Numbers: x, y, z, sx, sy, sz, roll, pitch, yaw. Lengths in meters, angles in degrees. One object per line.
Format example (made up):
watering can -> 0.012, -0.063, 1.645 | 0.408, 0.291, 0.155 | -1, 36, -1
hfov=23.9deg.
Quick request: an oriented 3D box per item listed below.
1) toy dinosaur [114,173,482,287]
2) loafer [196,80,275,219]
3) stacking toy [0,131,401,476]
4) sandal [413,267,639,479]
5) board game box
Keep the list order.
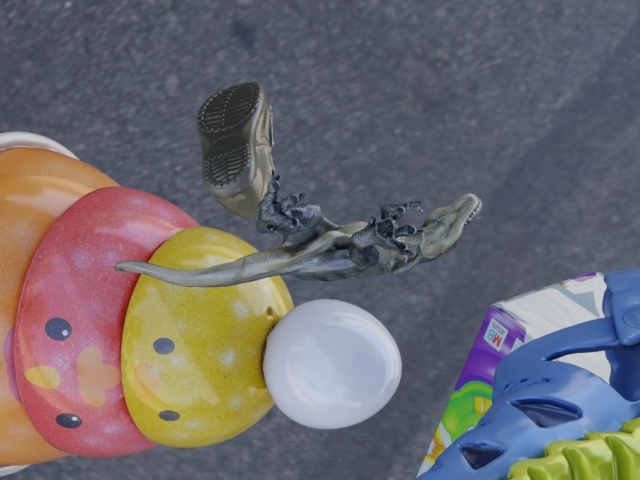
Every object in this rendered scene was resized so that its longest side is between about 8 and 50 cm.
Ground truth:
toy dinosaur -> 0.000, 0.000, 1.033 | 0.268, 0.118, 0.064 | -6, 75, -15
loafer -> -0.063, -0.068, 1.148 | 0.148, 0.056, 0.050 | -85, 158, -51
stacking toy -> -0.144, 0.081, 1.436 | 0.351, 0.480, 0.350 | -16, 108, -59
sandal -> 0.144, 0.109, 0.849 | 0.317, 0.138, 0.126 | -25, 129, -31
board game box -> 0.177, 0.185, 1.187 | 0.142, 0.144, 0.275 | -14, 133, -43
